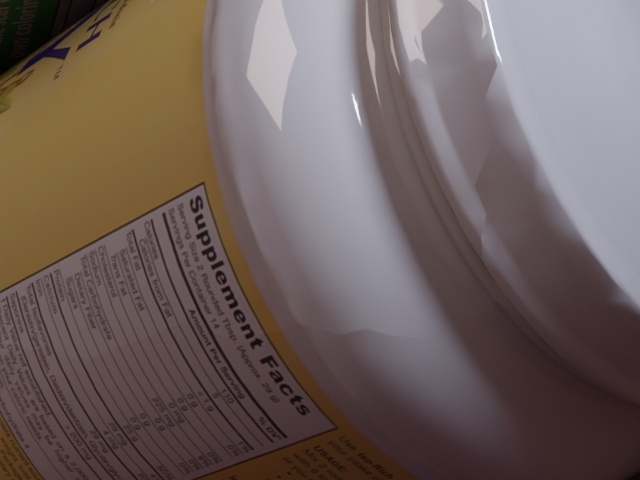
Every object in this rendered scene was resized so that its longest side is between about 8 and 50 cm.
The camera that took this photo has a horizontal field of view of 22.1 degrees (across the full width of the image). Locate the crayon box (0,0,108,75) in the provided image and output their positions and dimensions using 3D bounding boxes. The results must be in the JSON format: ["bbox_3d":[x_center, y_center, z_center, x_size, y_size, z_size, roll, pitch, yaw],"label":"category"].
[{"bbox_3d":[-0.061,-0.138,0.758,0.313,0.106,0.363,-9,-13,-19],"label":"crayon box"}]

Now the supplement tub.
[{"bbox_3d":[0.000,0.000,0.621,0.331,0.241,0.241,-25,31,40],"label":"supplement tub"}]
